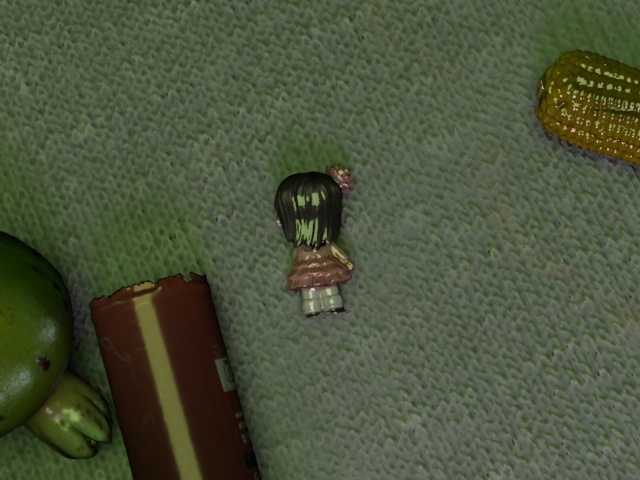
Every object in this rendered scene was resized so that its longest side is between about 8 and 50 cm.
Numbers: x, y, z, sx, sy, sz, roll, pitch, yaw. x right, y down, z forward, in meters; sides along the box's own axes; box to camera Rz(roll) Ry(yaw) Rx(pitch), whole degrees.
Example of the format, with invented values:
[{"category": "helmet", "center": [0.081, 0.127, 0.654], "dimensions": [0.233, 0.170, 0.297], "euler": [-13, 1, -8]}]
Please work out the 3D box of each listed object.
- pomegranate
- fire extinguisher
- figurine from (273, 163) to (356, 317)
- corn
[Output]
[{"category": "pomegranate", "center": [-0.277, 0.097, 1.062], "dimensions": [0.248, 0.202, 0.202], "euler": [43, 89, -22]}, {"category": "fire extinguisher", "center": [-0.082, 0.193, 1.057], "dimensions": [0.147, 0.106, 0.337], "euler": [-18, 83, 6]}, {"category": "figurine", "center": [0.000, 0.000, 1.097], "dimensions": [0.072, 0.054, 0.129], "euler": [-8, 84, 1]}, {"category": "corn", "center": [0.291, -0.091, 1.067], "dimensions": [0.231, 0.080, 0.080], "euler": [23, 86, 6]}]
